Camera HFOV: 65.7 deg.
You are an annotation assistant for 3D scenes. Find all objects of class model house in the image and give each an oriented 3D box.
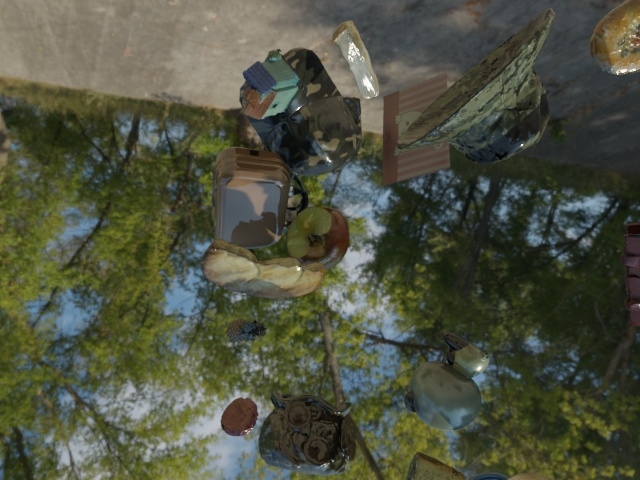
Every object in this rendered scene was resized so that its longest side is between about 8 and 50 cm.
[{"bbox_3d":[-0.145,-0.360,1.188,0.119,0.148,0.148,50,-136,3],"label":"model house"}]

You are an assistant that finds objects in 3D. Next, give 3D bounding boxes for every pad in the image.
[{"bbox_3d":[0.254,-0.302,1.347,0.202,0.300,0.005,-12,153,36],"label":"pad"}]

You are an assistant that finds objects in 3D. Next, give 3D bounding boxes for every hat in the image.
[{"bbox_3d":[0.244,-0.179,0.700,0.128,0.265,0.265,49,-163,-7],"label":"hat"},{"bbox_3d":[-0.045,-0.355,1.480,0.257,0.366,0.381,57,-173,17],"label":"hat"}]

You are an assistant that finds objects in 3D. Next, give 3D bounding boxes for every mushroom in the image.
[{"bbox_3d":[0.087,-0.411,1.145,0.202,0.059,0.054,51,-171,-45],"label":"mushroom"}]

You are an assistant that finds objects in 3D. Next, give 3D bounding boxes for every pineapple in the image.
[{"bbox_3d":[-0.213,0.259,1.442,0.074,0.074,0.159,-3,172,-38],"label":"pineapple"}]

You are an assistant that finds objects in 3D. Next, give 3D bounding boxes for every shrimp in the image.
[{"bbox_3d":[0.612,-0.403,0.961,0.132,0.187,0.052,47,-169,-16],"label":"shrimp"}]

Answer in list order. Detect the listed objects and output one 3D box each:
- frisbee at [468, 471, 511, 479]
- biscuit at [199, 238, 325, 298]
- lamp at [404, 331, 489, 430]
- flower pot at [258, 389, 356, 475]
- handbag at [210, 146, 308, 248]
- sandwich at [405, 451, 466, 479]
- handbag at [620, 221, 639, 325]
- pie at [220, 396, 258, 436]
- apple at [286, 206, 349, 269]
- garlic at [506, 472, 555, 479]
[{"bbox_3d":[0.535,0.870,1.528,0.049,0.290,0.289,34,-173,-27],"label":"frisbee"},{"bbox_3d":[-0.144,0.081,1.211,0.298,0.154,0.045,14,-137,-4],"label":"biscuit"},{"bbox_3d":[0.343,0.379,1.310,0.197,0.244,0.198,30,179,1],"label":"lamp"},{"bbox_3d":[-0.036,0.581,1.503,0.301,0.213,0.302,8,160,3],"label":"flower pot"},{"bbox_3d":[-0.175,-0.116,1.448,0.282,0.302,0.149,0,-139,-14],"label":"handbag"},{"bbox_3d":[0.254,0.681,1.238,0.131,0.262,0.325,20,163,14],"label":"sandwich"},{"bbox_3d":[0.746,0.074,0.963,0.275,0.260,0.084,-1,-142,39],"label":"handbag"},{"bbox_3d":[-0.287,0.623,1.756,0.153,0.038,0.154,-22,-144,16],"label":"pie"},{"bbox_3d":[0.000,0.000,1.421,0.160,0.195,0.173,37,-174,-27],"label":"apple"},{"bbox_3d":[0.590,0.739,1.261,0.285,0.250,0.313,17,169,4],"label":"garlic"}]
